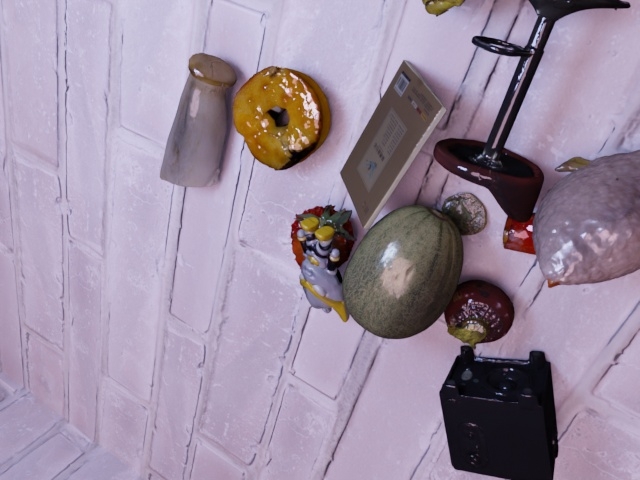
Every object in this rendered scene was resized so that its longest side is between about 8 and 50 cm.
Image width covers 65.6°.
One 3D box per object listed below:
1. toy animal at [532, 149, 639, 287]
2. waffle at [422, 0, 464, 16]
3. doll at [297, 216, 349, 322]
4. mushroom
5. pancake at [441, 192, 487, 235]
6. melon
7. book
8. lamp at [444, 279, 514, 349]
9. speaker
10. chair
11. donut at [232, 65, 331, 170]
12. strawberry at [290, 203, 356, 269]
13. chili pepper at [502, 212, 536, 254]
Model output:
[{"bbox_3d":[0.499,-0.040,0.876,0.188,0.358,0.226,58,165,-13],"label":"toy animal"},{"bbox_3d":[0.259,-0.504,0.827,0.060,0.262,0.280,18,137,-21],"label":"waffle"},{"bbox_3d":[0.006,0.082,1.220,0.146,0.103,0.316,13,135,17],"label":"doll"},{"bbox_3d":[-0.325,-0.290,1.322,0.154,0.137,0.407,46,132,20],"label":"mushroom"},{"bbox_3d":[0.325,-0.060,1.124,0.108,0.017,0.108,9,112,23],"label":"pancake"},{"bbox_3d":[0.186,0.073,1.119,0.249,0.248,0.329,34,121,13],"label":"melon"},{"bbox_3d":[0.142,-0.205,1.074,0.021,0.217,0.310,12,128,-26],"label":"book"},{"bbox_3d":[0.358,0.171,1.133,0.156,0.135,0.157,-2,109,28],"label":"lamp"},{"bbox_3d":[0.427,0.408,1.171,0.232,0.184,0.254,-2,111,30],"label":"speaker"},{"bbox_3d":[0.351,-0.245,0.905,0.227,0.226,0.401,23,121,19],"label":"chair"},{"bbox_3d":[-0.094,-0.296,1.197,0.254,0.118,0.253,10,114,22],"label":"donut"},{"bbox_3d":[0.015,0.006,1.286,0.174,0.098,0.228,7,136,11],"label":"strawberry"},{"bbox_3d":[0.474,-0.011,1.025,0.192,0.084,0.086,10,148,28],"label":"chili pepper"}]
